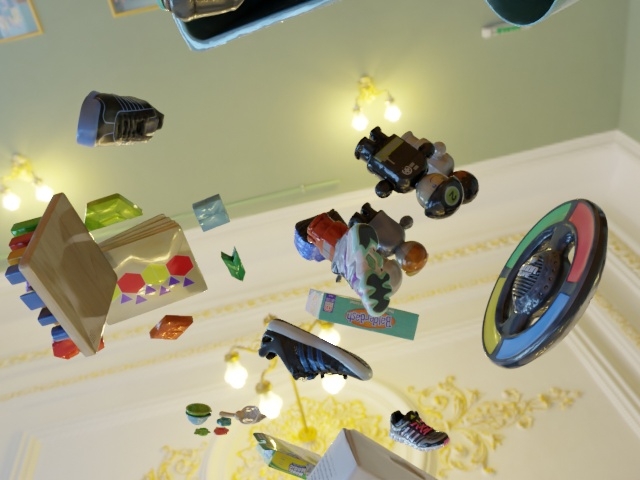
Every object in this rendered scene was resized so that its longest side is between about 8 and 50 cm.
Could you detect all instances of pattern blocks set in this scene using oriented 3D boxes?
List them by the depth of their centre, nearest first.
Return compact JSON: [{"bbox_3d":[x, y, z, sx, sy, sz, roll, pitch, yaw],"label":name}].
[{"bbox_3d":[-0.282,0.051,1.000,0.325,0.285,0.026,-13,-143,-10],"label":"pattern blocks set"}]

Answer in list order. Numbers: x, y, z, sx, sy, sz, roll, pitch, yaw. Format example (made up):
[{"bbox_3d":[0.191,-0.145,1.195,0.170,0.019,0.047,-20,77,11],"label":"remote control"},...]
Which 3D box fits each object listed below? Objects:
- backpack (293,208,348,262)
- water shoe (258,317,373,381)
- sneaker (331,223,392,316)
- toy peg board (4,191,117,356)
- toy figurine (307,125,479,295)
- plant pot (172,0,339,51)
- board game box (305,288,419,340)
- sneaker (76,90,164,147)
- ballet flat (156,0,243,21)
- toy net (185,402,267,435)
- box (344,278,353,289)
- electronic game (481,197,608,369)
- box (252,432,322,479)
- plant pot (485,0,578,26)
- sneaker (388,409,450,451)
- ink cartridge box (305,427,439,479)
[{"bbox_3d":[0.000,0.000,1.495,0.120,0.101,0.098,-15,-135,-26],"label":"backpack"},{"bbox_3d":[-0.009,0.199,1.060,0.203,0.073,0.080,22,-97,29],"label":"water shoe"},{"bbox_3d":[0.037,0.038,0.672,0.038,0.098,0.069,7,155,-34],"label":"sneaker"},{"bbox_3d":[-0.353,0.051,0.852,0.079,0.161,0.160,-16,-144,7],"label":"toy peg board"},{"bbox_3d":[0.110,-0.038,0.885,0.148,0.213,0.209,38,-159,18],"label":"toy figurine"},{"bbox_3d":[-0.045,-0.400,0.740,0.248,0.247,0.252,-8,-152,32],"label":"plant pot"},{"bbox_3d":[0.064,0.124,1.118,0.160,0.047,0.210,14,176,-6],"label":"board game box"},{"bbox_3d":[-0.309,-0.189,1.017,0.090,0.081,0.232,12,-161,-5],"label":"sneaker"},{"bbox_3d":[-0.096,-0.301,0.673,0.096,0.095,0.280,-1,-136,3],"label":"ballet flat"},{"bbox_3d":[-0.242,0.474,1.741,0.232,0.045,0.122,2,-171,-31],"label":"toy net"},{"bbox_3d":[0.075,0.058,1.815,0.059,0.054,0.169,6,-137,-55],"label":"box"},{"bbox_3d":[0.267,0.051,0.792,0.048,0.229,0.229,28,-143,-4],"label":"electronic game"},{"bbox_3d":[-0.065,0.474,1.405,0.043,0.179,0.105,-62,-159,-5],"label":"box"},{"bbox_3d":[0.465,-0.596,1.251,0.235,0.293,0.293,-24,-147,-13],"label":"plant pot"},{"bbox_3d":[0.223,0.436,1.506,0.063,0.075,0.170,-17,-169,-40],"label":"sneaker"},{"bbox_3d":[0.048,0.472,0.952,0.307,0.223,0.129,-56,-170,3],"label":"ink cartridge box"}]
